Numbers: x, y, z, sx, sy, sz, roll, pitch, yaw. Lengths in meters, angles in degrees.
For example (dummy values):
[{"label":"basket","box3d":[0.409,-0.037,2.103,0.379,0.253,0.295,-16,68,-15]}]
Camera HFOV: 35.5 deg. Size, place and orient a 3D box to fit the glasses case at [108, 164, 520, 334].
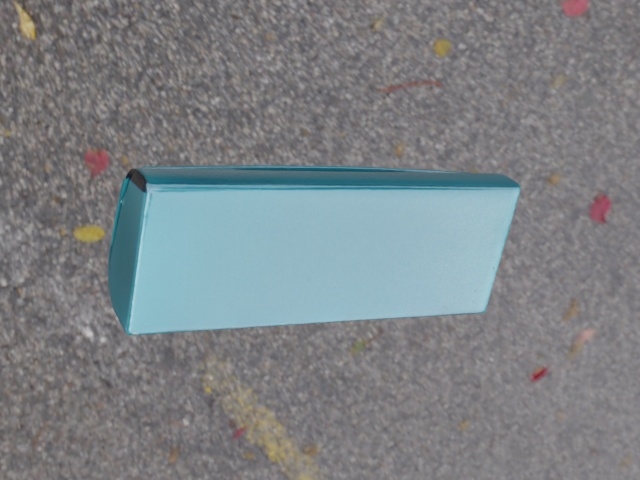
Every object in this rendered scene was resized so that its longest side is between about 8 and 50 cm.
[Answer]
[{"label":"glasses case","box3d":[0.000,-0.002,0.743,0.301,0.070,0.117,0,117,-27]}]
